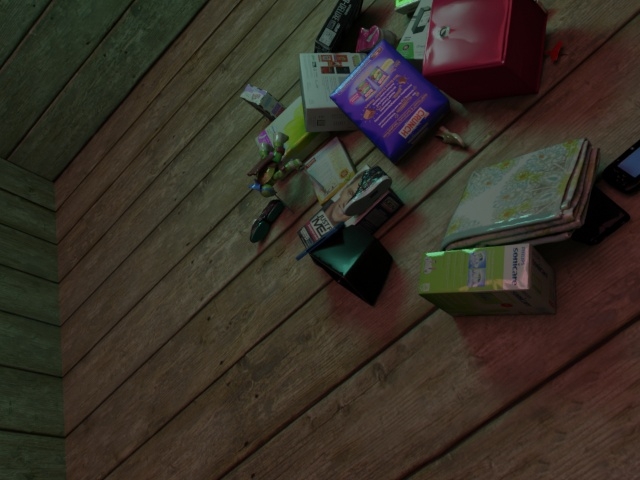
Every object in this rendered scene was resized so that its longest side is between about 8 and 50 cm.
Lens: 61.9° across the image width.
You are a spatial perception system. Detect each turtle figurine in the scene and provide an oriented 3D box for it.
[{"bbox_3d":[-0.147,-0.257,2.038,0.197,0.275,0.266,115,155,-60],"label":"turtle figurine"}]

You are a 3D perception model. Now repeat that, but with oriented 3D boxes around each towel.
[{"bbox_3d":[0.513,-0.103,1.388,0.375,0.090,0.320,-15,33,48],"label":"towel"}]

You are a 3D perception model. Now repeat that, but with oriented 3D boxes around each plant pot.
[{"bbox_3d":[0.112,0.062,1.685,0.167,0.188,0.187,-51,44,-7],"label":"plant pot"}]

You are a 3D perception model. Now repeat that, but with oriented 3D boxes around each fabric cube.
[{"bbox_3d":[0.494,-0.583,1.603,0.258,0.259,0.254,6,87,43],"label":"fabric cube"}]

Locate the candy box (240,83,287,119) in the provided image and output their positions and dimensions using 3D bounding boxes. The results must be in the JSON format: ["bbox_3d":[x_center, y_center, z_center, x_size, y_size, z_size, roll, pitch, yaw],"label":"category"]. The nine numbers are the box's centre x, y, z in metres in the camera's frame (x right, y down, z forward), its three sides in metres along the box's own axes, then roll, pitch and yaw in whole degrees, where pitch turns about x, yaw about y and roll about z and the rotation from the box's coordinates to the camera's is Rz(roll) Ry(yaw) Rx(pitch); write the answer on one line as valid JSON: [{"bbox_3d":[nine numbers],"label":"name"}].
[{"bbox_3d":[-0.223,-0.575,2.294,0.165,0.196,0.070,35,93,45],"label":"candy box"}]

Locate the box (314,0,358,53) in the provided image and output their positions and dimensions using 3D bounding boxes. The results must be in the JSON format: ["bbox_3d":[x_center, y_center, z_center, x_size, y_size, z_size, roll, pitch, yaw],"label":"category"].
[{"bbox_3d":[0.076,-0.881,2.186,0.307,0.077,0.242,-61,1,-4],"label":"box"}]

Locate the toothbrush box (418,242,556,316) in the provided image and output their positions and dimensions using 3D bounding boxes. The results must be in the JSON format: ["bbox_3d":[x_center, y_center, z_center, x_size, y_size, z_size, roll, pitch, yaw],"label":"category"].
[{"bbox_3d":[0.425,0.109,1.363,0.283,0.206,0.122,-9,62,37],"label":"toothbrush box"}]

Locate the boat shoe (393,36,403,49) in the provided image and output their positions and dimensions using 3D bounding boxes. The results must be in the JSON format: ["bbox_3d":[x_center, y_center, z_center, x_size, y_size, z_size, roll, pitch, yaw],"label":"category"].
[{"bbox_3d":[0.279,-0.650,1.989,0.080,0.073,0.223,30,86,35],"label":"boat shoe"}]

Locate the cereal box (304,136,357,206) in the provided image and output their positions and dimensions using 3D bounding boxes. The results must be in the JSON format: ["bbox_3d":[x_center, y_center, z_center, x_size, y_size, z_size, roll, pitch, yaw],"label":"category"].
[{"bbox_3d":[0.043,-0.255,1.999,0.173,0.047,0.240,-37,48,21],"label":"cereal box"}]

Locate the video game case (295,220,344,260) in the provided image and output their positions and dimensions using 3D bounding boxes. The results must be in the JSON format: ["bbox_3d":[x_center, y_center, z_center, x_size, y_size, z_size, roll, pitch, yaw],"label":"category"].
[{"bbox_3d":[0.000,0.000,1.717,0.166,0.119,0.015,-38,91,19],"label":"video game case"}]

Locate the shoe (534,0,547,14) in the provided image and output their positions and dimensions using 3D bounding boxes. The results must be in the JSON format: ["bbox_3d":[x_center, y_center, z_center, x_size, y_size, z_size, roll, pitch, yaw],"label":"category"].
[{"bbox_3d":[0.618,-0.694,1.729,0.219,0.058,0.076,-31,51,25],"label":"shoe"}]

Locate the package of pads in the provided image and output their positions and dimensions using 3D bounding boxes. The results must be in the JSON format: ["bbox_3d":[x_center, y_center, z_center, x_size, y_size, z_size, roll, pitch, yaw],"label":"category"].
[{"bbox_3d":[-0.120,-0.425,2.194,0.296,0.101,0.229,-39,49,17],"label":"package of pads"}]

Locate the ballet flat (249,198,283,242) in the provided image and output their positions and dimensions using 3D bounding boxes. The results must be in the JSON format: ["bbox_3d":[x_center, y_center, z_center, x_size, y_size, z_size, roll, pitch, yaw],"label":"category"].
[{"bbox_3d":[-0.224,-0.082,2.123,0.074,0.074,0.203,31,83,45],"label":"ballet flat"}]

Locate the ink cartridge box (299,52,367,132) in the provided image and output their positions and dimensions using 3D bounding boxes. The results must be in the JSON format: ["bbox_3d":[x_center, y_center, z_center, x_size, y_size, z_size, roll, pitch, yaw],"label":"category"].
[{"bbox_3d":[0.064,-0.575,2.059,0.272,0.130,0.309,-3,58,-5],"label":"ink cartridge box"}]

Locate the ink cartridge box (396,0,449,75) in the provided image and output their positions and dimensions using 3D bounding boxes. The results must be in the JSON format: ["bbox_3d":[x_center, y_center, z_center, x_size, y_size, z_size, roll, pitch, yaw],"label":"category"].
[{"bbox_3d":[0.414,-0.727,1.878,0.211,0.122,0.289,20,82,46],"label":"ink cartridge box"}]

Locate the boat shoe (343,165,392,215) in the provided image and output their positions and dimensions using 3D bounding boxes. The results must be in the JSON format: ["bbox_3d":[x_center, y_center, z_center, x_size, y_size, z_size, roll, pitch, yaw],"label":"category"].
[{"bbox_3d":[0.140,-0.158,1.709,0.183,0.065,0.083,-38,48,9],"label":"boat shoe"}]

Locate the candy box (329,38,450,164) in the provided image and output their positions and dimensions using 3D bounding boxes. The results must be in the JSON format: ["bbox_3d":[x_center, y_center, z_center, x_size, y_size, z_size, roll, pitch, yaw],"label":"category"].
[{"bbox_3d":[0.235,-0.464,1.807,0.268,0.122,0.317,-44,73,12],"label":"candy box"}]

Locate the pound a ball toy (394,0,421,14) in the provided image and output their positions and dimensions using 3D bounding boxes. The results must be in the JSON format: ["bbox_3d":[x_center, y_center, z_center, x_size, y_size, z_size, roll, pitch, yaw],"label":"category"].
[{"bbox_3d":[0.425,-0.996,1.981,0.319,0.136,0.208,-6,96,37],"label":"pound a ball toy"}]

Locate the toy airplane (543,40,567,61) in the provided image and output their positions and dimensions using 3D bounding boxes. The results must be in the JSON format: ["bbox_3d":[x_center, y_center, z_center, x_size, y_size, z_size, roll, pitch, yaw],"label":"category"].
[{"bbox_3d":[0.676,-0.570,1.634,0.151,0.028,0.151,-19,58,34],"label":"toy airplane"}]

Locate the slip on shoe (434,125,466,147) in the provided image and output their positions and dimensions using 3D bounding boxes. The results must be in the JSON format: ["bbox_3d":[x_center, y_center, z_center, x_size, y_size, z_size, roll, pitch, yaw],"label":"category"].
[{"bbox_3d":[0.414,-0.324,1.712,0.041,0.051,0.135,-44,43,7],"label":"slip on shoe"}]

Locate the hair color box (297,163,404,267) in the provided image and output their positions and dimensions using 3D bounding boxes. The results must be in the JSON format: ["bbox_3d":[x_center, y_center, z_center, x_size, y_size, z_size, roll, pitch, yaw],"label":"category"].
[{"bbox_3d":[0.095,-0.074,1.817,0.347,0.105,0.174,-44,47,13],"label":"hair color box"}]

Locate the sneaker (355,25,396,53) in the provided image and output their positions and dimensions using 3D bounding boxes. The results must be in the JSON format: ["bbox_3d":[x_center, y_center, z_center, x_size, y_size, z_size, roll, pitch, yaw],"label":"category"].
[{"bbox_3d":[0.215,-0.778,2.101,0.252,0.111,0.102,-133,52,-64],"label":"sneaker"}]

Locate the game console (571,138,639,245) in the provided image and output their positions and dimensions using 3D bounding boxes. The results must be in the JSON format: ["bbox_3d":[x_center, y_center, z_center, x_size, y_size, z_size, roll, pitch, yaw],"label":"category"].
[{"bbox_3d":[0.741,-0.160,1.349,0.361,0.044,0.213,-43,47,14],"label":"game console"}]
